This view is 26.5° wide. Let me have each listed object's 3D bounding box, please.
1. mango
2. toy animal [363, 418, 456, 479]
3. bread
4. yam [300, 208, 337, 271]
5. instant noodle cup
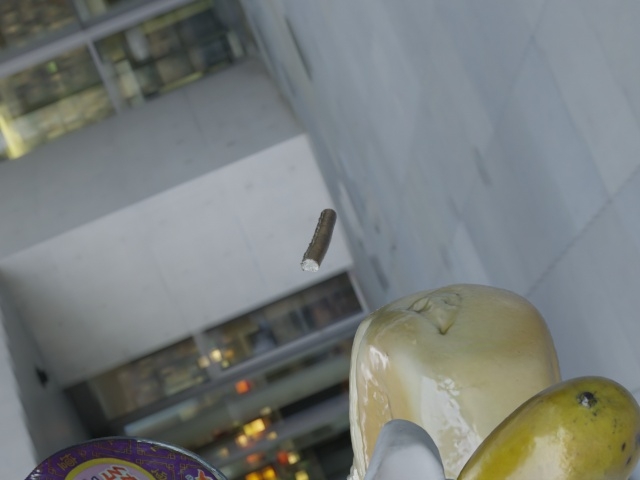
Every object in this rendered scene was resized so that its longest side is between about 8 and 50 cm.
[{"bbox_3d":[0.148,0.150,0.907,0.161,0.103,0.076,-46,58,39],"label":"mango"},{"bbox_3d":[0.067,0.291,1.130,0.271,0.206,0.265,37,157,-6],"label":"toy animal"},{"bbox_3d":[0.185,0.249,1.782,0.348,0.253,0.376,-166,67,-73],"label":"bread"},{"bbox_3d":[0.000,0.000,1.988,0.145,0.032,0.032,-70,-36,-56],"label":"yam"},{"bbox_3d":[-0.282,0.486,1.917,0.340,0.340,0.266,-116,33,-49],"label":"instant noodle cup"}]
